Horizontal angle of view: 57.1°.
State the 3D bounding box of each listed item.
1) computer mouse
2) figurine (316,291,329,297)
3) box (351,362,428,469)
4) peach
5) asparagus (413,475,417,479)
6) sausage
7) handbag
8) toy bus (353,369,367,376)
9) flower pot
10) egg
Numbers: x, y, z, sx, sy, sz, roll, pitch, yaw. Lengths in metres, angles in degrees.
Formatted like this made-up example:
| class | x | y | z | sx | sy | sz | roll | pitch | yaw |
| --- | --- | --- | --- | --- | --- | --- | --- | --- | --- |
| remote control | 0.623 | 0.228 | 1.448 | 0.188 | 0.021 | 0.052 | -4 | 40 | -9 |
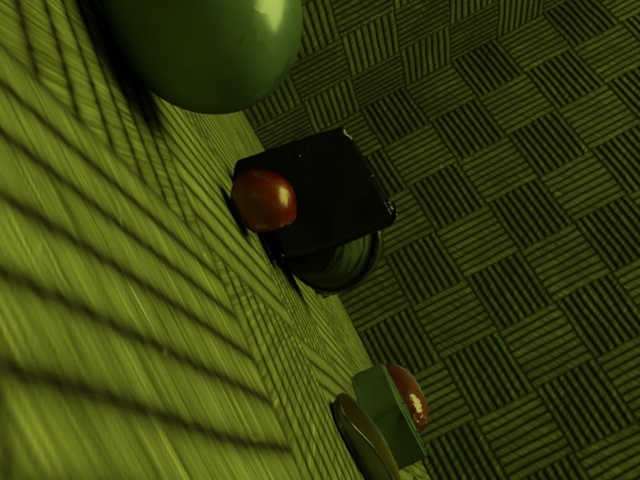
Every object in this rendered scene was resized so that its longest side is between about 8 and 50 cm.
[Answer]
| class | x | y | z | sx | sy | sz | roll | pitch | yaw |
| --- | --- | --- | --- | --- | --- | --- | --- | --- | --- |
| computer mouse | 0.077 | 0.304 | 0.829 | 0.199 | 0.044 | 0.102 | 62 | 4 | -10 |
| figurine | -0.007 | 0.114 | 1.668 | 0.072 | 0.054 | 0.129 | -94 | 168 | -49 |
| box | 0.145 | 0.375 | 1.274 | 0.129 | 0.086 | 0.225 | 62 | 2 | -11 |
| peach | -0.086 | -0.061 | 0.867 | 0.101 | 0.100 | 0.101 | 62 | 1 | -2 |
| asparagus | 0.254 | 0.647 | 1.474 | 0.025 | 0.021 | 0.108 | 54 | 7 | -52 |
| sausage | 0.214 | 0.440 | 1.636 | 0.148 | 0.148 | 0.254 | 62 | -4 | -26 |
| handbag | -0.013 | -0.079 | 1.076 | 0.080 | 0.246 | 0.223 | 103 | -37 | -64 |
| toy bus | 0.115 | 0.362 | 1.475 | 0.083 | 0.038 | 0.046 | 61 | 5 | -47 |
| flower pot | 0.000 | 0.000 | 1.179 | 0.235 | 0.235 | 0.140 | 63 | 23 | 8 |
| egg | -0.126 | -0.251 | 0.629 | 0.283 | 0.203 | 0.203 | 60 | -1 | 43 |
